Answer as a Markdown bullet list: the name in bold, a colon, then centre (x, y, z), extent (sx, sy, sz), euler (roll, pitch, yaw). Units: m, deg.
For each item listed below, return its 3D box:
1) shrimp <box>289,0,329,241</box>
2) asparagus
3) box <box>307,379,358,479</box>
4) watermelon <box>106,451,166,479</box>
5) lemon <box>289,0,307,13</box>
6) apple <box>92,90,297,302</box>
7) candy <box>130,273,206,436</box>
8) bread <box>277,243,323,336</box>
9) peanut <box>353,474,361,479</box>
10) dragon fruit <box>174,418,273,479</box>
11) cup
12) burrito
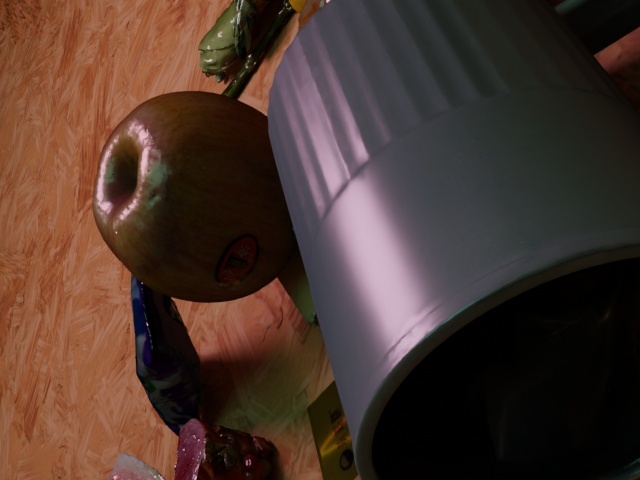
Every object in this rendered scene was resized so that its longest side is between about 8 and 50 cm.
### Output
- **shrimp**: centre (0.023, -0.102, 0.865), extent (0.154, 0.062, 0.294), euler (18, 107, 49)
- **asparagus**: centre (-0.074, -0.250, 1.251), extent (0.233, 0.022, 0.023), euler (-50, -4, 38)
- **box**: centre (0.059, 0.154, 0.882), extent (0.193, 0.030, 0.121), euler (-49, 41, 35)
- **watermelon**: centre (-0.208, 0.377, 1.078), extent (0.260, 0.176, 0.256), euler (-61, 2, -32)
- **lemon**: centre (-0.007, -0.289, 1.122), extent (0.092, 0.065, 0.065), euler (3, 81, 52)
- **apple**: centre (-0.119, -0.042, 0.972), extent (0.211, 0.188, 0.211), euler (-22, 63, 53)
- **candy**: centre (-0.174, 0.127, 1.110), extent (0.275, 0.070, 0.145), euler (81, 172, -56)
- **bread**: centre (0.000, 0.000, 1.003), extent (0.139, 0.060, 0.178), euler (-64, 34, 18)
- **peanut**: centre (0.085, 0.280, 0.677), extent (0.340, 0.158, 0.174), euler (-119, 30, -52)
- **dragon fruit**: centre (-0.097, 0.251, 1.027), extent (0.096, 0.102, 0.147), euler (-35, 48, 39)
- **cup**: centre (0.125, -0.036, 0.645), extent (0.331, 0.257, 0.311), euler (-55, 36, 32)
- **burrito**: centre (-0.086, -0.301, 1.241), extent (0.288, 0.054, 0.104), euler (-47, 24, 38)
